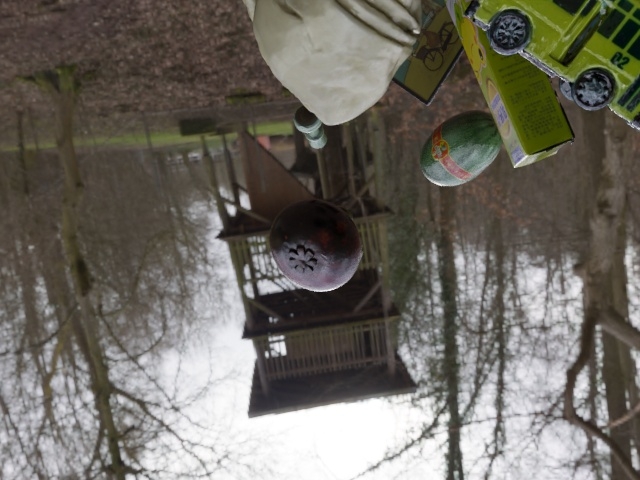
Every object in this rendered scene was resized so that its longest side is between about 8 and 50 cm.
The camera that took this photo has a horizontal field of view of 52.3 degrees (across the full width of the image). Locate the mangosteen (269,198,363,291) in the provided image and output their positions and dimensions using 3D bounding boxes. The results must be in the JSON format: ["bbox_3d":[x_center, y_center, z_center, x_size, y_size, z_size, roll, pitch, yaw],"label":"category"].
[{"bbox_3d":[0.000,0.000,1.235,0.200,0.199,0.200,-9,-172,1],"label":"mangosteen"}]

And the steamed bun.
[{"bbox_3d":[0.032,-0.333,0.834,0.203,0.289,0.276,-17,145,29],"label":"steamed bun"}]

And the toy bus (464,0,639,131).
[{"bbox_3d":[0.319,-0.257,0.796,0.262,0.150,0.128,33,-157,-2],"label":"toy bus"}]

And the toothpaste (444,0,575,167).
[{"bbox_3d":[0.285,-0.279,1.012,0.077,0.327,0.110,-21,175,3],"label":"toothpaste"}]

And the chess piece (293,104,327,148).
[{"bbox_3d":[-0.012,-0.229,1.366,0.059,0.059,0.149,-8,163,11],"label":"chess piece"}]

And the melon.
[{"bbox_3d":[0.393,-0.255,1.871,0.182,0.182,0.288,-16,161,-41],"label":"melon"}]

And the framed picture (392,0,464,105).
[{"bbox_3d":[0.181,-0.480,1.415,0.324,0.244,0.013,42,-156,24],"label":"framed picture"}]
